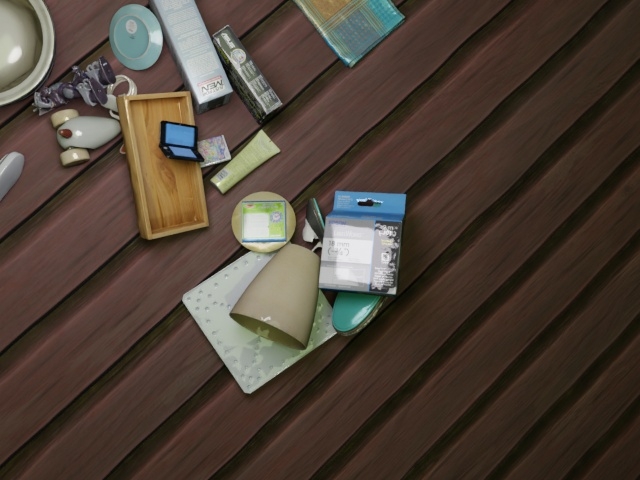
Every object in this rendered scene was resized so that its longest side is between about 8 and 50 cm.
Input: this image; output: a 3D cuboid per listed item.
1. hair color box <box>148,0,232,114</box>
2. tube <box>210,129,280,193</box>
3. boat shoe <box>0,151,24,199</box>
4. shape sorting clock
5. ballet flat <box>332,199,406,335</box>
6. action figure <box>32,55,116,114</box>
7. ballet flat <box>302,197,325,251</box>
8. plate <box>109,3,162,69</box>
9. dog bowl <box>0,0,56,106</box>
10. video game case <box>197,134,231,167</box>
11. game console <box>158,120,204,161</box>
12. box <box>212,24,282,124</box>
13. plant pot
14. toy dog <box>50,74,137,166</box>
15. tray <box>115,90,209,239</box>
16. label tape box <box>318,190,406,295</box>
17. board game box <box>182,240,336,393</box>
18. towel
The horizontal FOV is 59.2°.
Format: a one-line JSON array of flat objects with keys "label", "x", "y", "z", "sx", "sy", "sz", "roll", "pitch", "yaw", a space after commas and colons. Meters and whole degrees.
[{"label": "hair color box", "x": -0.395, "y": -0.587, "z": 1.694, "sx": 0.113, "sy": 0.185, "sz": 0.375, "roll": -24, "pitch": 98, "yaw": -11}, {"label": "tube", "x": -0.246, "y": -0.247, "z": 1.815, "sx": 0.240, "sy": 0.062, "sz": 0.070, "roll": -44, "pitch": 135, "yaw": -11}, {"label": "boat shoe", "x": -0.970, "y": -0.154, "z": 1.636, "sx": 0.088, "sy": 0.096, "sz": 0.268, "roll": 32, "pitch": 90, "yaw": 0}, {"label": "shape sorting clock", "x": -0.183, "y": -0.060, "z": 1.821, "sx": 0.206, "sy": 0.040, "sz": 0.206, "roll": 1, "pitch": 78, "yaw": -3}, {"label": "ballet flat", "x": 0.186, "y": 0.096, "z": 1.869, "sx": 0.163, "sy": 0.182, "sz": 0.483, "roll": 15, "pitch": 82, "yaw": 30}, {"label": "action figure", "x": -0.708, "y": -0.434, "z": 1.600, "sx": 0.099, "sy": 0.284, "sz": 0.185, "roll": 59, "pitch": 41, "yaw": -39}, {"label": "ballet flat", "x": 0.000, "y": 0.000, "z": 1.865, "sx": 0.096, "sy": 0.095, "sz": 0.281, "roll": -27, "pitch": 99, "yaw": 2}, {"label": "plate", "x": -0.560, "y": -0.609, "z": 1.688, "sx": 0.188, "sy": 0.024, "sz": 0.188, "roll": 6, "pitch": 108, "yaw": 18}, {"label": "dog bowl", "x": -0.948, "y": -0.564, "z": 1.588, "sx": 0.407, "sy": 0.150, "sz": 0.409, "roll": -1, "pitch": 94, "yaw": -12}, {"label": "video game case", "x": -0.356, "y": -0.282, "z": 1.792, "sx": 0.121, "sy": 0.011, "sz": 0.087, "roll": -18, "pitch": 75, "yaw": -11}, {"label": "game console", "x": -0.401, "y": -0.287, "z": 1.638, "sx": 0.122, "sy": 0.107, "sz": 0.071, "roll": 1, "pitch": 125, "yaw": -40}, {"label": "box", "x": -0.231, "y": -0.495, "z": 1.721, "sx": 0.060, "sy": 0.216, "sz": 0.270, "roll": -37, "pitch": 99, "yaw": -9}, {"label": "plant pot", "x": -0.106, "y": 0.159, "z": 1.734, "sx": 0.256, "sy": 0.256, "sz": 0.274, "roll": 29, "pitch": 70, "yaw": -13}, {"label": "toy dog", "x": -0.642, "y": -0.340, "z": 1.662, "sx": 0.333, "sy": 0.161, "sz": 0.220, "roll": -38, "pitch": 100, "yaw": -8}, {"label": "tray", "x": -0.467, "y": -0.226, "z": 1.684, "sx": 0.202, "sy": 0.076, "sz": 0.411, "roll": -16, "pitch": 109, "yaw": -38}, {"label": "label tape box", "x": 0.132, "y": -0.002, "z": 1.750, "sx": 0.240, "sy": 0.106, "sz": 0.334, "roll": 4, "pitch": 80, "yaw": 13}, {"label": "board game box", "x": -0.186, "y": 0.235, "z": 1.853, "sx": 0.389, "sy": 0.050, "sz": 0.390, "roll": -33, "pitch": 100, "yaw": -9}, {"label": "towel", "x": 0.075, "y": -0.795, "z": 1.867, "sx": 0.271, "sy": 0.040, "sz": 0.370, "roll": -43, "pitch": 101, "yaw": -8}]
